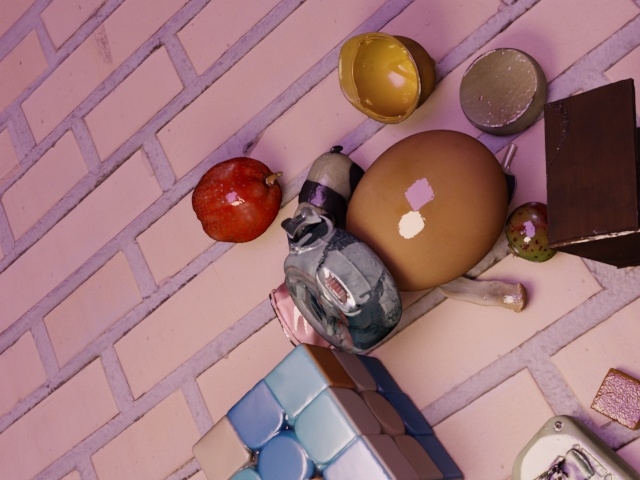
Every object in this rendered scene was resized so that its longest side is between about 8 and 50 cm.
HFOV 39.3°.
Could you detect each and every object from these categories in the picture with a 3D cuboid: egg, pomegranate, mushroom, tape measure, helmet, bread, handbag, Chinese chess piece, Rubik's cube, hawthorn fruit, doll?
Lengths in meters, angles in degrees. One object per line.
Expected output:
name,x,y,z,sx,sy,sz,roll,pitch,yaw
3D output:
egg,0.215,-0.056,1.848,0.374,0.301,0.301,-47,57,38
pomegranate,0.427,-0.014,1.815,0.130,0.130,0.130,-8,75,30
mushroom,0.340,0.109,1.886,0.202,0.054,0.059,6,77,38
tape measure,0.479,0.464,1.678,0.207,0.115,0.235,-51,59,9
helmet,0.176,-0.381,2.044,0.257,0.140,0.205,25,125,45
tape measure,0.032,0.099,1.809,0.147,0.256,0.275,-37,60,-21
bread,0.576,0.300,1.700,0.094,0.035,0.090,27,93,34
handbag,-0.026,0.159,2.025,0.116,0.179,0.205,-38,70,10
Chinese chess piece,0.393,-0.320,1.931,0.188,0.083,0.188,-5,79,30
Rubik's cube,0.018,0.455,1.828,0.346,0.347,0.344,-46,61,15
hawthorn fruit,-0.184,-0.106,2.169,0.253,0.205,0.205,-22,68,25
doll,0.012,-0.098,2.070,0.143,0.135,0.234,18,79,34

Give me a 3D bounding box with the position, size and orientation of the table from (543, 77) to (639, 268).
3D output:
table,0.564,-0.114,1.653,0.196,0.250,0.282,-13,69,48

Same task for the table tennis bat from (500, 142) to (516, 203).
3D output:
table tennis bat,0.386,-0.134,1.930,0.087,0.013,0.156,23,93,34
